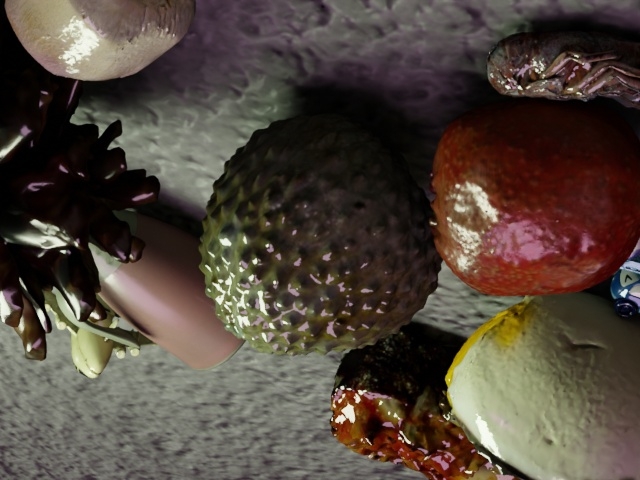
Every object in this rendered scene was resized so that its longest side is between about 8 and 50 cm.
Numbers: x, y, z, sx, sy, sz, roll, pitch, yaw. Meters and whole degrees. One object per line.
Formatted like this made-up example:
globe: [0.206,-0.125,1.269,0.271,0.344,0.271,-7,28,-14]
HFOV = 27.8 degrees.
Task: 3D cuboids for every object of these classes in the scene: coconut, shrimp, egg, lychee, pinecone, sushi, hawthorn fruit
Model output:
coconut: [-0.198,-0.220,1.153,0.161,0.161,0.162,32,148,-27]
shrimp: [0.246,-0.152,1.168,0.190,0.075,0.073,2,117,2]
egg: [0.313,0.168,1.517,0.337,0.337,0.201,19,106,-8]
lychee: [0.000,0.000,1.341,0.255,0.274,0.255,33,159,14]
pinecone: [-0.344,-0.048,1.275,0.397,0.398,0.398,11,150,6]
sushi: [0.173,0.248,1.756,0.343,0.182,0.196,22,156,-8]
hawthorn fruit: [0.230,-0.042,1.239,0.253,0.205,0.205,-1,148,7]

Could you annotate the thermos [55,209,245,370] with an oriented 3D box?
thermos: [-0.217,0.050,1.595,0.265,0.176,0.146,35,154,-33]

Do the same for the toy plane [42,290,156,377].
toy plane: [-0.302,0.102,1.706,0.229,0.092,0.244,30,-170,-26]

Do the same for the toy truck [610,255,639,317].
toy truck: [0.345,0.042,1.460,0.136,0.063,0.074,14,130,4]

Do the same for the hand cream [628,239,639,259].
hand cream: [0.322,-0.003,1.363,0.084,0.053,0.142,3,179,26]
